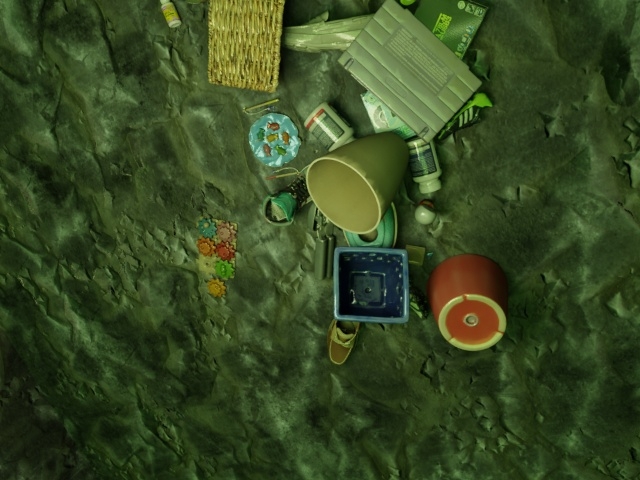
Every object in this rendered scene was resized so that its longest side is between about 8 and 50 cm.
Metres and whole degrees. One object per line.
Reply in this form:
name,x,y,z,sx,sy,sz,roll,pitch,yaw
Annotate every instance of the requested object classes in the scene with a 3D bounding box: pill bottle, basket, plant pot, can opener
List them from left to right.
pill bottle,-0.495,-0.751,1.386,0.043,0.043,0.083,-17,104,20
basket,-0.195,-0.609,1.266,0.223,0.213,0.299,9,111,9
can opener,0.000,0.000,1.524,0.095,0.076,0.283,23,119,41
pill bottle,0.045,-0.345,1.353,0.180,0.108,0.108,46,114,-4
plant pot,0.157,0.155,1.387,0.236,0.212,0.235,2,78,1
plant pot,0.142,-0.203,1.248,0.257,0.274,0.256,31,147,22
pill bottle,0.326,-0.239,1.324,0.094,0.094,0.169,-14,105,19
plant pot,0.480,0.207,1.363,0.275,0.243,0.274,5,110,14

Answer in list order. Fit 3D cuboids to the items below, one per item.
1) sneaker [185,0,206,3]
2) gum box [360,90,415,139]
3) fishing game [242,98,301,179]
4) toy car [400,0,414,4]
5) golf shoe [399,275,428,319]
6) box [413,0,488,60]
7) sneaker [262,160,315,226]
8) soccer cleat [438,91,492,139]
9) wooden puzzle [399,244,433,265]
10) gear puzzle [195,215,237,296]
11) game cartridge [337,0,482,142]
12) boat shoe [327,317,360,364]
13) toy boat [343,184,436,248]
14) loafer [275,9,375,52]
sneaker,-0.454,-0.798,1.334,0.192,0.086,0.064,15,112,9
gum box,0.233,-0.404,1.318,0.157,0.041,0.184,-20,104,21
fishing game,-0.160,-0.341,1.446,0.189,0.041,0.264,-7,110,16
toy car,0.290,-0.753,1.133,0.189,0.149,0.155,-13,72,-6
golf shoe,0.312,0.202,1.506,0.094,0.077,0.198,-30,93,33
box,0.349,-0.605,1.213,0.184,0.045,0.190,25,113,2
sneaker,-0.090,-0.149,1.416,0.295,0.178,0.124,-40,101,25
soccer cleat,0.436,-0.363,1.270,0.072,0.060,0.179,43,111,-4
wooden puzzle,0.327,0.051,1.473,0.116,0.014,0.078,17,117,9
gear puzzle,-0.421,0.076,1.664,0.176,0.044,0.338,12,112,11
game cartridge,0.255,-0.482,1.203,0.355,0.068,0.230,41,98,-5
boat shoe,0.088,0.333,1.580,0.123,0.120,0.323,16,112,9
toy boat,0.217,-0.078,1.382,0.319,0.148,0.267,-10,106,18
loafer,0.013,-0.628,1.265,0.320,0.112,0.111,4,105,6
